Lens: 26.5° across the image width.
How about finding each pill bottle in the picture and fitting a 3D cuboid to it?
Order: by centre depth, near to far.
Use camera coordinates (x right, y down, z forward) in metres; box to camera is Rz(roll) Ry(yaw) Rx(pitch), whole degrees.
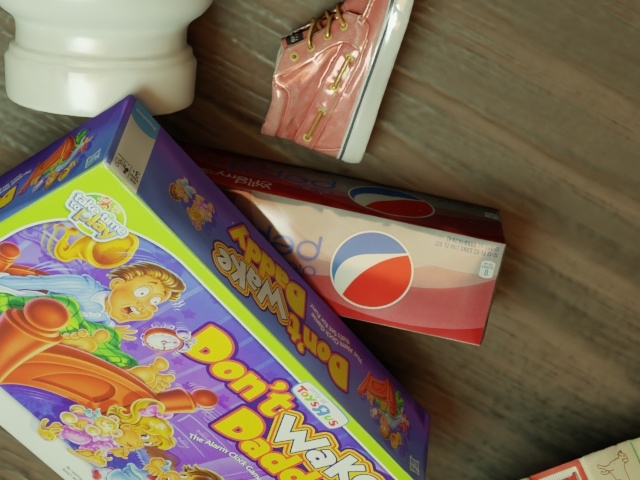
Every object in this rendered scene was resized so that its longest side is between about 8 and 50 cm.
[{"bbox_3d":[-0.145,-0.232,0.910,0.162,0.162,0.278,5,108,4],"label":"pill bottle"}]

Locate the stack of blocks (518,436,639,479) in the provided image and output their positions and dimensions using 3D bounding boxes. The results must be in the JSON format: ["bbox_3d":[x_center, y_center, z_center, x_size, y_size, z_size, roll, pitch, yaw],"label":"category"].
[{"bbox_3d":[0.235,0.303,0.980,0.171,0.087,0.297,-16,71,-13],"label":"stack of blocks"}]

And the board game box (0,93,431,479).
[{"bbox_3d":[-0.115,0.088,0.975,0.233,0.078,0.347,-27,121,28],"label":"board game box"}]

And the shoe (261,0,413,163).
[{"bbox_3d":[0.014,-0.145,0.974,0.081,0.063,0.178,15,113,-5],"label":"shoe"}]

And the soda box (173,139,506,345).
[{"bbox_3d":[0.000,0.000,1.006,0.263,0.092,0.083,12,109,1],"label":"soda box"}]
